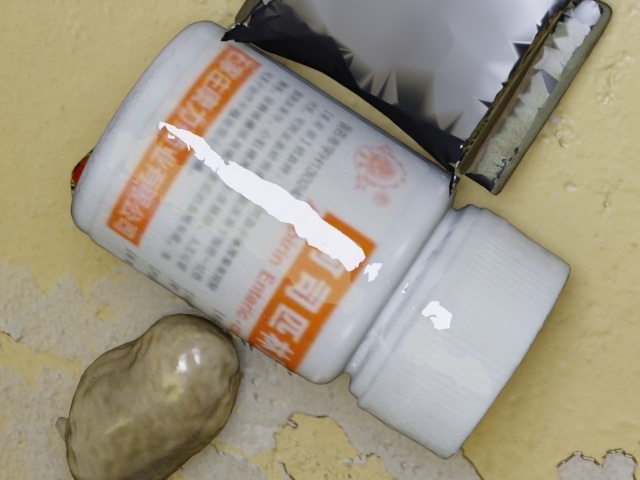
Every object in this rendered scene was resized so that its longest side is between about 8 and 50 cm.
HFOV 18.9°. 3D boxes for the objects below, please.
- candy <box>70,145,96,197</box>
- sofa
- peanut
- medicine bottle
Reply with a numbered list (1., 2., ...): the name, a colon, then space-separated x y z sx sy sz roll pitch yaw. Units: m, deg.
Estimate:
1. candy: -0.083 0.004 1.715 0.305 0.083 0.091 28 120 3
2. sofa: 0.079 -0.180 1.516 0.258 0.182 0.200 34 105 8
3. peanut: -0.156 0.149 1.776 0.129 0.129 0.224 48 117 -1
4. medicine bottle: 0.000 0.000 1.575 0.371 0.211 0.211 34 123 3
